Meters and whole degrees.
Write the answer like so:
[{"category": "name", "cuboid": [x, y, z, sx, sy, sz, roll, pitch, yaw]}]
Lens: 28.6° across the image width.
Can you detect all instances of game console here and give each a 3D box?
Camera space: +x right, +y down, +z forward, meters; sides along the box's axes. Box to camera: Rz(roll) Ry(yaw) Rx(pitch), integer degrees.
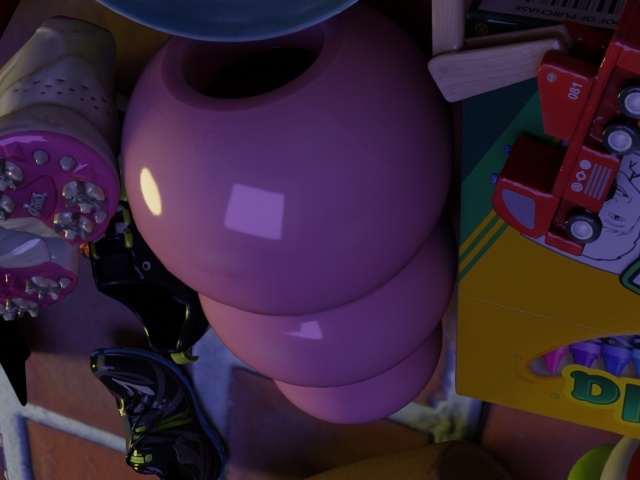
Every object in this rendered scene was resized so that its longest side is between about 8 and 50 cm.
[{"category": "game console", "cuboid": [-0.315, 0.082, 1.143, 0.107, 0.071, 0.122, 5, 131, 22]}]

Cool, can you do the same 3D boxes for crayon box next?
[{"category": "crayon box", "cuboid": [0.268, 0.000, 0.748, 0.362, 0.106, 0.313, 12, 134, 18]}]

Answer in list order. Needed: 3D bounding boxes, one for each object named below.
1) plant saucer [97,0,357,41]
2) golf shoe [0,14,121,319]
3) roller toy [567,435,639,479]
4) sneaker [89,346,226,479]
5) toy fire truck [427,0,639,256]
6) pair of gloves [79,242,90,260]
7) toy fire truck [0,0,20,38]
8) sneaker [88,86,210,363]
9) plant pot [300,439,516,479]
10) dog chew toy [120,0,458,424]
[{"category": "plant saucer", "cuboid": [-0.062, -0.265, 0.669, 0.317, 0.044, 0.318, 11, 119, 21]}, {"category": "golf shoe", "cuboid": [-0.207, -0.040, 0.882, 0.115, 0.140, 0.306, 19, 150, -24]}, {"category": "roller toy", "cuboid": [0.293, 0.221, 0.878, 0.191, 0.209, 0.146, -19, 130, -6]}, {"category": "sneaker", "cuboid": [-0.148, 0.169, 1.135, 0.067, 0.078, 0.188, -8, 125, 32]}, {"category": "toy fire truck", "cuboid": [0.106, -0.089, 0.642, 0.135, 0.047, 0.192, 23, 135, 10]}, {"category": "pair of gloves", "cuboid": [-0.172, -0.004, 1.036, 0.083, 0.010, 0.074, 10, 133, 17]}, {"category": "toy fire truck", "cuboid": [-0.295, -0.142, 0.893, 0.217, 0.159, 0.246, 2, 151, 32]}, {"category": "sneaker", "cuboid": [-0.137, -0.008, 0.943, 0.084, 0.097, 0.235, -14, 119, 29]}, {"category": "plant pot", "cuboid": [0.050, 0.279, 1.058, 0.237, 0.237, 0.254, 41, 120, -13]}, {"category": "dog chew toy", "cuboid": [0.000, 0.000, 0.829, 0.206, 0.207, 0.332, 5, 140, 23]}]
